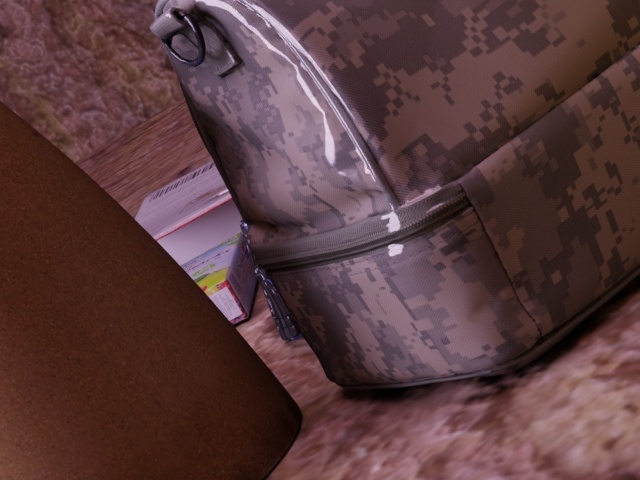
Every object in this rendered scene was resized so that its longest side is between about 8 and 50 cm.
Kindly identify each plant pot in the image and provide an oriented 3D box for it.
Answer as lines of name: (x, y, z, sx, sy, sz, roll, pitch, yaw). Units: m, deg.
plant pot: (-0.176, 0.051, 1.032, 0.237, 0.254, 0.237, -30, 11, 6)

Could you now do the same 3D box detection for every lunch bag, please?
lunch bag: (0.084, -0.099, 1.017, 0.305, 0.256, 0.212, -35, 13, -26)

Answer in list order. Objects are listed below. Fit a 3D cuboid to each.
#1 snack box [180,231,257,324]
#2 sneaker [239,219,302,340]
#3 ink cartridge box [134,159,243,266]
snack box: (-0.100, 0.047, 1.398, 0.100, 0.037, 0.141, -27, 11, 9)
sneaker: (0.000, 0.000, 1.259, 0.087, 0.083, 0.221, -20, 16, 8)
ink cartridge box: (-0.030, -0.052, 1.579, 0.296, 0.066, 0.261, -28, 12, 10)
